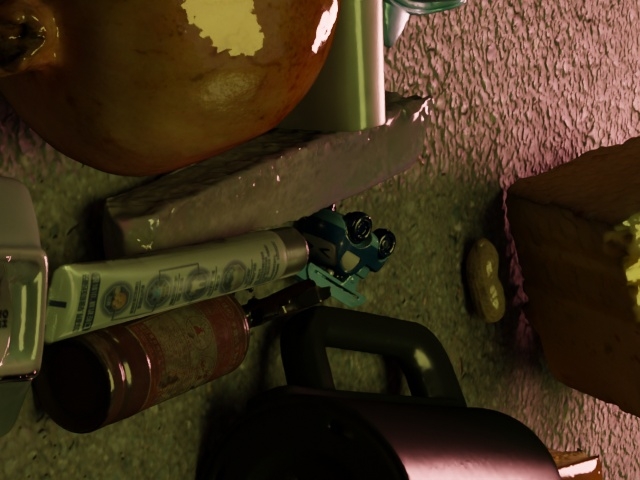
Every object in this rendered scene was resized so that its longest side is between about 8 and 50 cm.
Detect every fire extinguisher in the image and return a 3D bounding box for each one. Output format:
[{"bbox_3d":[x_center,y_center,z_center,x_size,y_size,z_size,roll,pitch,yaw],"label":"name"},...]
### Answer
[{"bbox_3d":[-0.089,0.076,1.408,0.252,0.106,0.075,-18,109,-53],"label":"fire extinguisher"}]

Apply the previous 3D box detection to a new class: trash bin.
[{"bbox_3d":[-0.005,-0.155,1.492,0.059,0.116,0.129,-19,110,-52],"label":"trash bin"}]

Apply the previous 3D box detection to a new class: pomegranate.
[{"bbox_3d":[-0.121,-0.163,1.231,0.270,0.229,0.252,-22,111,-46],"label":"pomegranate"}]

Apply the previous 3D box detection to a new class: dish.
[{"bbox_3d":[-0.252,0.047,1.197,0.243,0.080,0.181,1,93,-56],"label":"dish"}]

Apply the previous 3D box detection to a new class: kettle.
[{"bbox_3d":[0.044,0.208,1.587,0.203,0.262,0.308,-54,153,17],"label":"kettle"}]

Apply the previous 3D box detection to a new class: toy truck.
[{"bbox_3d":[0.000,0.000,1.575,0.136,0.063,0.074,34,81,-46],"label":"toy truck"}]

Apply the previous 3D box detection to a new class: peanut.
[{"bbox_3d":[0.157,0.038,1.821,0.037,0.037,0.083,-29,119,-50],"label":"peanut"}]

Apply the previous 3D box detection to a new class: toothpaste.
[{"bbox_3d":[-0.100,0.026,1.349,0.239,0.039,0.062,-13,128,-47],"label":"toothpaste"}]

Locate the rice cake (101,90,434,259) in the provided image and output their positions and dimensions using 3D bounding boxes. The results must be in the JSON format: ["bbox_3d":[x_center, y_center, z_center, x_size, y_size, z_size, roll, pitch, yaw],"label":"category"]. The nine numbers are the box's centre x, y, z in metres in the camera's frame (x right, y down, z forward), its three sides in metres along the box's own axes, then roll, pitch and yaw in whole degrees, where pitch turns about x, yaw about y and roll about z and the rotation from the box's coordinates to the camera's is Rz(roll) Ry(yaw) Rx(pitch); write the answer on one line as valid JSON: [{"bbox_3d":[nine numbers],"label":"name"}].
[{"bbox_3d":[-0.038,-0.048,1.506,0.399,0.064,0.070,-26,125,-51],"label":"rice cake"}]

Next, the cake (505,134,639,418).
[{"bbox_3d":[0.343,0.058,1.855,0.222,0.227,0.286,-21,109,-18],"label":"cake"}]

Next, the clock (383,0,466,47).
[{"bbox_3d":[0.093,-0.305,1.635,0.223,0.094,0.274,46,56,-46],"label":"clock"}]

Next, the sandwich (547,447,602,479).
[{"bbox_3d":[0.197,0.258,1.857,0.244,0.090,0.088,-3,93,-55],"label":"sandwich"}]
